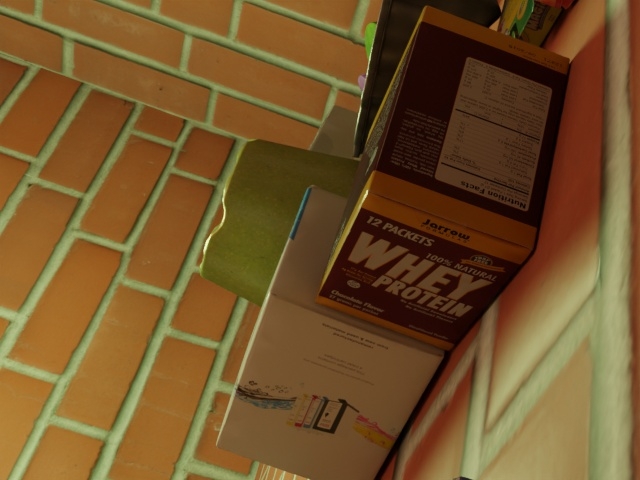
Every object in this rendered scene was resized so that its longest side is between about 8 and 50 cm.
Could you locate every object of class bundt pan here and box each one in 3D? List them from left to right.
[{"bbox_3d":[0.130,-0.241,1.137,0.331,0.124,0.331,14,-90,-88],"label":"bundt pan"}]

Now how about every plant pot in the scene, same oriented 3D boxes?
[{"bbox_3d":[0.000,0.000,1.223,0.276,0.253,0.276,-160,90,-87],"label":"plant pot"}]

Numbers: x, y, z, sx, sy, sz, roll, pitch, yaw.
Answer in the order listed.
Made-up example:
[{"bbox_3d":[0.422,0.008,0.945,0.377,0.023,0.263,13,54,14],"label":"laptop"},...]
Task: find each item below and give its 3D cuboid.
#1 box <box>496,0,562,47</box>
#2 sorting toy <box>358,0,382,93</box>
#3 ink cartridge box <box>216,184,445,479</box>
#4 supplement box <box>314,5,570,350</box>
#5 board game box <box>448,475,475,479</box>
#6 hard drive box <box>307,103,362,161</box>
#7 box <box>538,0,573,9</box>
[{"bbox_3d":[0.213,-0.253,0.982,0.105,0.043,0.179,114,177,-59],"label":"box"},{"bbox_3d":[0.152,-0.307,1.580,0.365,0.126,0.127,116,131,-74],"label":"sorting toy"},{"bbox_3d":[0.017,0.105,1.014,0.171,0.168,0.233,-72,3,-49],"label":"ink cartridge box"},{"bbox_3d":[0.099,-0.046,0.849,0.191,0.129,0.194,114,176,-59],"label":"supplement box"},{"bbox_3d":[0.076,0.204,0.663,0.090,0.020,0.090,116,172,-68],"label":"board game box"},{"bbox_3d":[0.010,-0.062,1.570,0.232,0.089,0.181,103,-170,-52],"label":"hard drive box"},{"bbox_3d":[0.204,-0.377,0.871,0.142,0.154,0.300,122,169,-73],"label":"box"}]
